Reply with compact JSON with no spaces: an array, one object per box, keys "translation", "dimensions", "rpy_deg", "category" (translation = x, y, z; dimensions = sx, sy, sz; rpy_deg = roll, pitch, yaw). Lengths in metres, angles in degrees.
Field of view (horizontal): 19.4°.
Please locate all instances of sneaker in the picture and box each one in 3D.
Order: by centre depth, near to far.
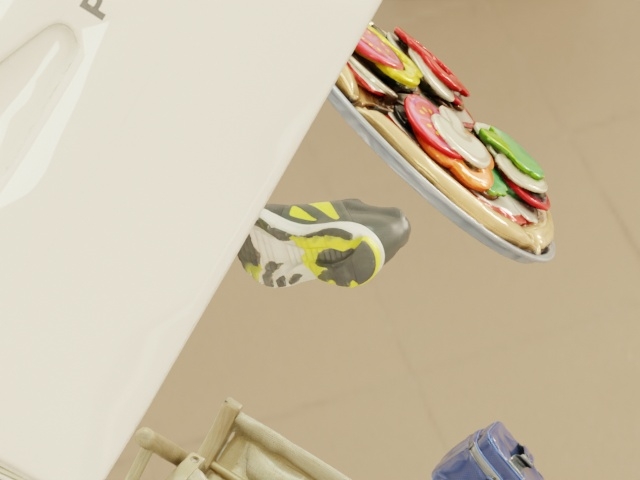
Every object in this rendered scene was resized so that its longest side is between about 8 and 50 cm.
[{"translation":[0.000,0.000,0.705],"dimensions":[0.035,0.031,0.083],"rpy_deg":[-26,25,-39],"category":"sneaker"}]

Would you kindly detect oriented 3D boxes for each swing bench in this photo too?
[{"translation":[-0.060,0.295,1.793],"dimensions":[0.253,0.165,0.255],"rpy_deg":[31,11,15],"category":"swing bench"}]

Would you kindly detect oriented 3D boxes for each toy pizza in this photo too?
[{"translation":[0.061,-0.068,1.010],"dimensions":[0.032,0.201,0.201],"rpy_deg":[-45,43,16],"category":"toy pizza"}]

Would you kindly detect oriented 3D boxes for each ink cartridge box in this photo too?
[{"translation":[-0.093,-0.029,0.590],"dimensions":[0.172,0.100,0.237],"rpy_deg":[-60,16,-5],"category":"ink cartridge box"}]

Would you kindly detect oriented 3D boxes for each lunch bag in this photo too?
[{"translation":[0.129,0.175,1.390],"dimensions":[0.065,0.098,0.067],"rpy_deg":[-40,87,9],"category":"lunch bag"}]
